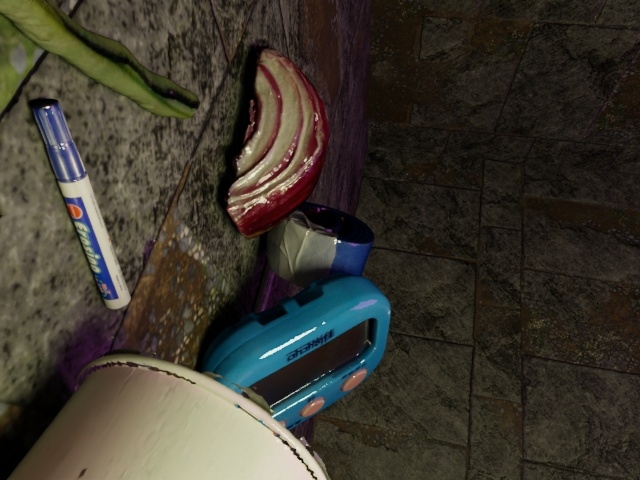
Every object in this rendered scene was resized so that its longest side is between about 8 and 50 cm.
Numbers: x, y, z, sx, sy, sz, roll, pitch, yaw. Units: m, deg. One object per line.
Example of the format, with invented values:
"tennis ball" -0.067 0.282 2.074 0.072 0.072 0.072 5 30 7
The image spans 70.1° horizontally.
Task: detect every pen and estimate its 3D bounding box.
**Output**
"pen" -0.122 0.115 0.969 0.026 0.026 0.218 81 19 -61
"pen" -0.198 -0.019 0.387 0.025 0.025 0.204 -70 165 -50

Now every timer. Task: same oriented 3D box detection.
"timer" -0.035 0.208 0.798 0.115 0.340 0.309 50 -25 35

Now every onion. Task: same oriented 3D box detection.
"onion" -0.055 -0.151 0.789 0.280 0.146 0.315 52 43 -83

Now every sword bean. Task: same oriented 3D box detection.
"sword bean" -0.174 -0.150 0.378 0.269 0.038 0.043 15 89 -79

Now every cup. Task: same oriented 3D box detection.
"cup" -0.148 0.256 0.308 0.274 0.253 0.253 -59 156 -52

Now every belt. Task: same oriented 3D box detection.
"belt" 0.000 0.000 0.973 0.347 0.212 0.117 -78 -174 -77
